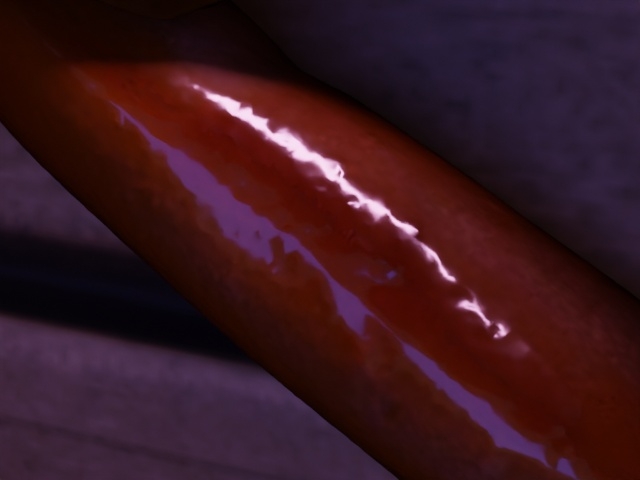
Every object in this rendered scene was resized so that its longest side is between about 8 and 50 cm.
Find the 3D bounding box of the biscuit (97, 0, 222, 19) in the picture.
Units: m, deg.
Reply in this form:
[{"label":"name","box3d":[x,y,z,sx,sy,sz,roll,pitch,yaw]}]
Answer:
[{"label":"biscuit","box3d":[-0.047,-0.232,0.446,0.359,0.046,0.359,1,108,2]}]

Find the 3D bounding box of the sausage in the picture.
[{"label":"sausage","box3d":[0.000,0.000,0.529,0.300,0.089,0.083,38,124,14]}]
